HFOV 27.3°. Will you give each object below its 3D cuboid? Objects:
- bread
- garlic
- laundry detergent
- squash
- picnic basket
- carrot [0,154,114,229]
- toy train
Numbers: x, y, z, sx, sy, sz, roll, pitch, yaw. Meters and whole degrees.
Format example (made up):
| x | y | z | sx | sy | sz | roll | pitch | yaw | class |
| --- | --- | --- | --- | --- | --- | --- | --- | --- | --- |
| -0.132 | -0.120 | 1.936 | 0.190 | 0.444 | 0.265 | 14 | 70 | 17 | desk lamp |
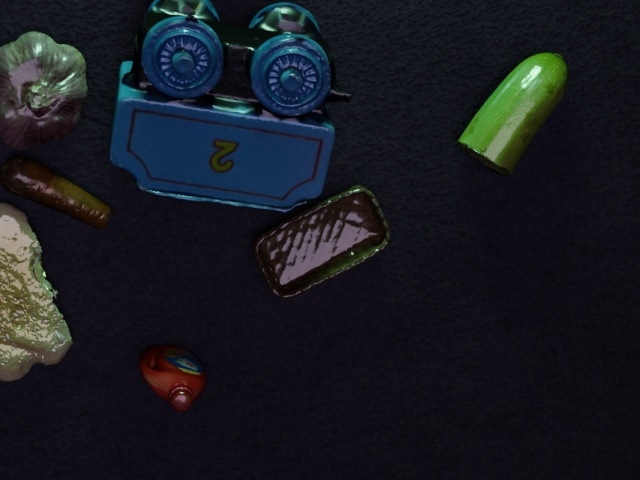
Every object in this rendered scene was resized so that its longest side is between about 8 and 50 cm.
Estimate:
| x | y | z | sx | sy | sz | roll | pitch | yaw | class |
| --- | --- | --- | --- | --- | --- | --- | --- | --- | --- |
| -0.458 | 0.081 | 1.835 | 0.181 | 0.039 | 0.251 | -18 | 105 | -5 | bread |
| -0.381 | -0.198 | 1.752 | 0.147 | 0.102 | 0.159 | 42 | 93 | -14 | garlic |
| -0.204 | 0.193 | 1.835 | 0.097 | 0.165 | 0.049 | 15 | 101 | -13 | laundry detergent |
| 0.281 | -0.190 | 1.872 | 0.095 | 0.095 | 0.188 | 33 | 92 | -15 | squash |
| 0.000 | 0.000 | 1.883 | 0.193 | 0.055 | 0.110 | -26 | 106 | -3 | picnic basket |
| -0.363 | -0.064 | 1.812 | 0.161 | 0.055 | 0.055 | 28 | 97 | -16 | carrot |
| -0.119 | -0.181 | 1.751 | 0.300 | 0.188 | 0.265 | 8 | 116 | -11 | toy train |
